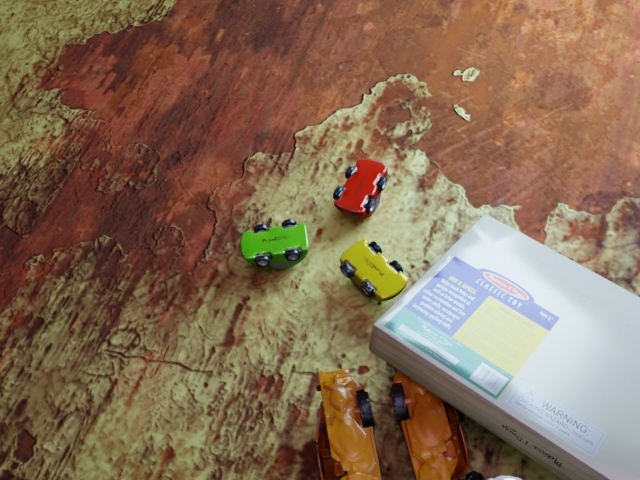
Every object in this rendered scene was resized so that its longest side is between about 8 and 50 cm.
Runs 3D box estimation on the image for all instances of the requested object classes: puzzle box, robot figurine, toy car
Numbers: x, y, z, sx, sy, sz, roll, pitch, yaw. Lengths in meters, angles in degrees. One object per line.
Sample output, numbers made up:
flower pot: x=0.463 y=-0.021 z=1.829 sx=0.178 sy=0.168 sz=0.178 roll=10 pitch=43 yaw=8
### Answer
puzzle box: x=0.298 y=0.143 z=0.885 sx=0.409 sy=0.052 sz=0.272 roll=32 pitch=50 yaw=24
robot figurine: x=0.091 y=0.277 z=0.852 sx=0.211 sy=0.085 sz=0.290 roll=-11 pitch=56 yaw=1
toy car: x=0.000 y=0.000 z=1.061 sx=0.225 sy=0.053 sz=0.238 roll=-9 pitch=56 yaw=2

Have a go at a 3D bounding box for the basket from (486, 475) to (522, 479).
basket: x=0.057 y=0.419 z=0.586 sx=0.267 sy=0.331 sz=0.328 roll=-6 pitch=35 yaw=11
